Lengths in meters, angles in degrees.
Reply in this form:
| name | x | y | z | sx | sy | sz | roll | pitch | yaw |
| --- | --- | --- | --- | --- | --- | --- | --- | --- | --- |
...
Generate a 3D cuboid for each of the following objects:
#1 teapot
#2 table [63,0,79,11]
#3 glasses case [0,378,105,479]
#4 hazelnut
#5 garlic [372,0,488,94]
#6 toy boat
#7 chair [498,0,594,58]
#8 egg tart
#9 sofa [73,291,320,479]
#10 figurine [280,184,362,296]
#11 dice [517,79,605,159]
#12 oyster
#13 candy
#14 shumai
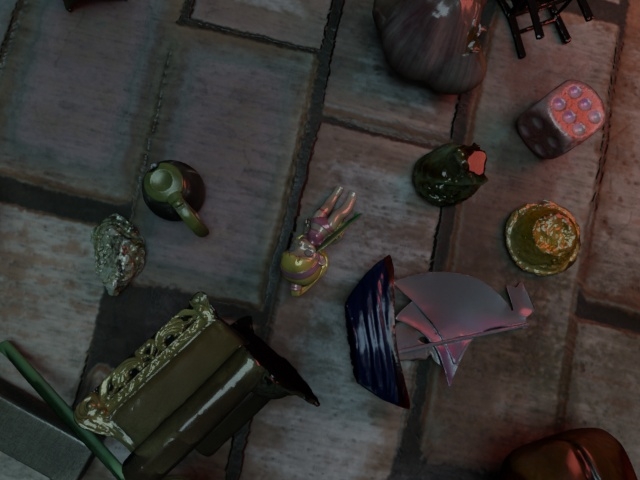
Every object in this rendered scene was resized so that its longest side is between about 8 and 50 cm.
| name | x | y | z | sx | sy | sz | roll | pitch | yaw |
| --- | --- | --- | --- | --- | --- | --- | --- | --- | --- |
| teapot | -0.210 | -0.071 | 0.700 | 0.124 | 0.091 | 0.092 | 26 | 85 | -1 |
| table | -0.384 | -0.485 | 0.708 | 0.167 | 0.167 | 0.227 | -16 | 95 | -6 |
| glasses case | -0.419 | 0.268 | 0.674 | 0.205 | 0.047 | 0.071 | 29 | 87 | -1 |
| hazelnut | 0.348 | 0.371 | 0.656 | 0.212 | 0.181 | 0.181 | -11 | 66 | -15 |
| garlic | 0.218 | -0.352 | 0.717 | 0.256 | 0.207 | 0.207 | -23 | 86 | 31 |
| toy boat | 0.175 | 0.108 | 0.726 | 0.318 | 0.072 | 0.219 | -31 | 90 | -10 |
| chair | 0.349 | -0.428 | 0.782 | 0.101 | 0.084 | 0.213 | -20 | 86 | -2 |
| egg tart | 0.364 | -0.004 | 0.757 | 0.128 | 0.049 | 0.129 | 0 | 86 | -3 |
| sofa | -0.134 | 0.207 | 0.599 | 0.200 | 0.258 | 0.182 | -42 | 75 | -8 |
| figurine | 0.000 | 0.000 | 0.728 | 0.083 | 0.083 | 0.187 | 30 | 71 | -1 |
| dice | 0.384 | -0.193 | 0.755 | 0.094 | 0.091 | 0.093 | -38 | 88 | -6 |
| oyster | -0.313 | 0.017 | 0.711 | 0.100 | 0.037 | 0.098 | 43 | 83 | 1 |
| candy | -0.295 | 0.264 | 0.613 | 0.440 | 0.119 | 0.119 | 35 | 83 | 21 |
| shumai | 0.212 | -0.109 | 0.737 | 0.123 | 0.087 | 0.099 | -31 | 89 | -5 |
